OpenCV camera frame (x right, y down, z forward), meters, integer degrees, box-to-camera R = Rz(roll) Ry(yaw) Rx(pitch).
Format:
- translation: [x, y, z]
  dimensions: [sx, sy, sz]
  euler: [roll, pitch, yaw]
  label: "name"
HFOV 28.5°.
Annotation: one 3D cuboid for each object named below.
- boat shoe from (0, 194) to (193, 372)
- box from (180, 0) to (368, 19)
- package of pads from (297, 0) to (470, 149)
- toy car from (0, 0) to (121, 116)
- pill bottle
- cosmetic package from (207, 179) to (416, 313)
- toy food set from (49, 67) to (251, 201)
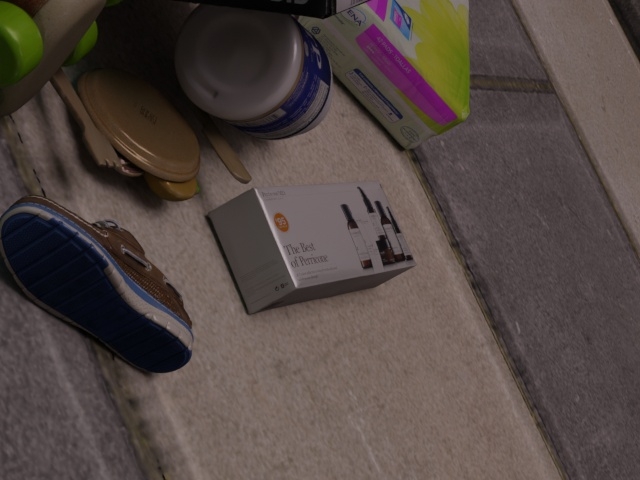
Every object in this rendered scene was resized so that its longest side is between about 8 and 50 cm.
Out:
- translation: [-0.159, 0.023, 0.897]
  dimensions: [0.183, 0.066, 0.066]
  euler: [51, 23, -38]
  label: "boat shoe"
- translation: [-0.070, -0.252, 1.063]
  dimensions: [0.293, 0.295, 0.073]
  euler: [-37, 133, -63]
  label: "box"
- translation: [0.085, -0.275, 1.515]
  dimensions: [0.229, 0.101, 0.297]
  euler: [43, 34, -29]
  label: "package of pads"
- translation: [-0.250, -0.188, 0.869]
  dimensions: [0.188, 0.149, 0.155]
  euler: [43, 43, -6]
  label: "toy car"
- translation: [-0.050, -0.150, 1.137]
  dimensions: [0.112, 0.112, 0.186]
  euler: [66, 10, 9]
  label: "pill bottle"
- translation: [0.000, 0.000, 1.171]
  dimensions: [0.239, 0.060, 0.099]
  euler: [-9, 71, -60]
  label: "cosmetic package"
- translation: [-0.150, -0.086, 1.030]
  dimensions: [0.192, 0.038, 0.132]
  euler: [4, 47, -57]
  label: "toy food set"
